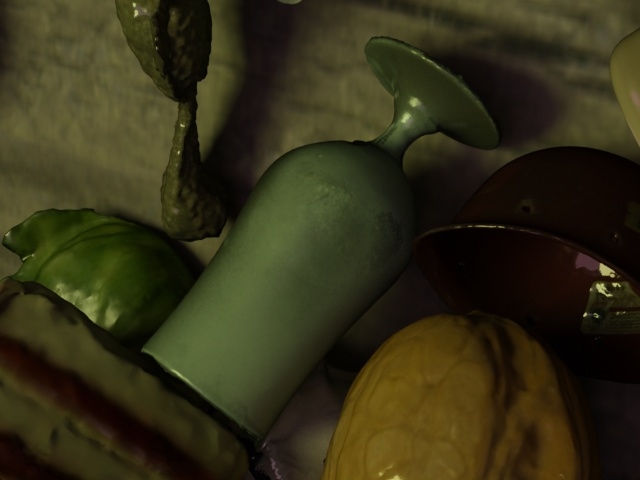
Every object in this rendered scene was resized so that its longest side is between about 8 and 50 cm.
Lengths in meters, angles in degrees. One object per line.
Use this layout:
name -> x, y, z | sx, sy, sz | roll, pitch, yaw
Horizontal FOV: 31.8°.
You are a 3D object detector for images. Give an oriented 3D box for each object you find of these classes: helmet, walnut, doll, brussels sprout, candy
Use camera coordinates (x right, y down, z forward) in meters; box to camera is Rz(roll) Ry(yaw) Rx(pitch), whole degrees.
helmet -> 0.142, -0.001, 0.640 | 0.175, 0.106, 0.155 | 28, 157, -17
walnut -> 0.077, 0.138, 0.614 | 0.159, 0.159, 0.206 | 2, 73, 23
doll -> -0.092, -0.131, 0.683 | 0.091, 0.202, 0.285 | 1, 100, 6
brussels sprout -> -0.149, 0.062, 0.807 | 0.139, 0.100, 0.181 | -46, 71, 14
candy -> -0.177, 0.167, 0.734 | 0.179, 0.135, 0.320 | 36, 150, 0

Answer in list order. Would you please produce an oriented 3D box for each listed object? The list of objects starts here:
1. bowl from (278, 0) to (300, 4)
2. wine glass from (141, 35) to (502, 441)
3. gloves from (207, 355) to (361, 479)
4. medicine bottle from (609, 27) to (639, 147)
bowl -> -0.020, -0.243, 0.661 | 0.086, 0.189, 0.189 | -28, 90, -15
wine glass -> 0.000, 0.000, 0.658 | 0.103, 0.103, 0.231 | 35, 82, 13
gloves -> 0.027, 0.150, 0.732 | 0.212, 0.127, 0.111 | 33, 89, -6
medicine bottle -> 0.280, -0.111, 0.562 | 0.252, 0.114, 0.114 | -30, 90, 26
